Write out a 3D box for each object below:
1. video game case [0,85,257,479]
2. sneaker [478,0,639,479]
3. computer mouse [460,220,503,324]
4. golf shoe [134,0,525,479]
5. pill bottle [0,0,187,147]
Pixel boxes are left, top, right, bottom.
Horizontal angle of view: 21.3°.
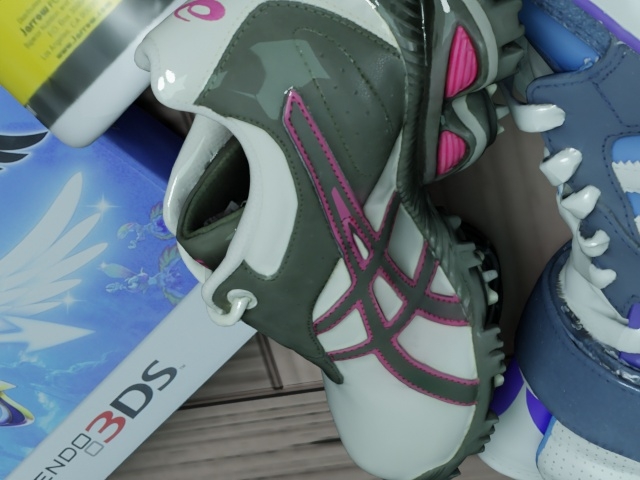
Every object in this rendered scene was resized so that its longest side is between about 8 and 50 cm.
[{"bbox_3d":[-0.186,0.015,0.711,0.269,0.061,0.244,36,109,-26],"label":"video game case"},{"bbox_3d":[0.111,0.003,0.671,0.323,0.130,0.236,33,117,-20],"label":"sneaker"},{"bbox_3d":[0.024,-0.029,0.716,0.071,0.041,0.242,-16,120,16],"label":"computer mouse"},{"bbox_3d":[0.000,0.000,0.627,0.120,0.105,0.273,-22,136,-17],"label":"golf shoe"},{"bbox_3d":[-0.121,-0.143,0.606,0.208,0.119,0.119,44,118,-8],"label":"pill bottle"}]
